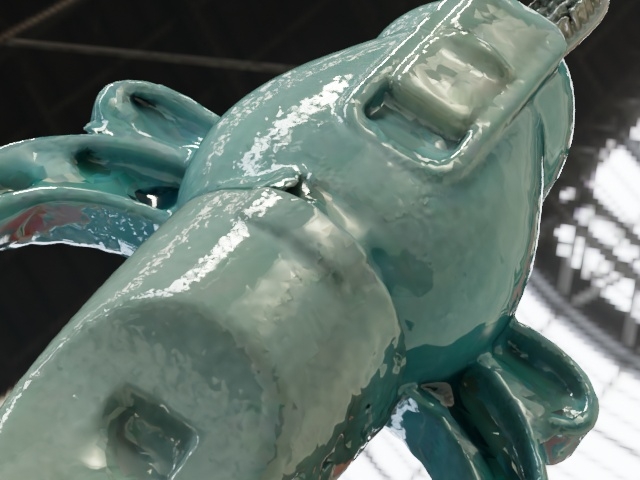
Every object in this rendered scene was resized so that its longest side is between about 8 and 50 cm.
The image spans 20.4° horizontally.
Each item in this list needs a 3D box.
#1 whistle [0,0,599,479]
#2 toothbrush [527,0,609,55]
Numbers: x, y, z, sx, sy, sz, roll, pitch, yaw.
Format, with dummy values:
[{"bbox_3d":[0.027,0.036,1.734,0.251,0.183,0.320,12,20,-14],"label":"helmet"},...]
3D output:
[{"bbox_3d":[-0.002,0.011,0.483,0.274,0.186,0.093,-46,-14,-43],"label":"whistle"},{"bbox_3d":[0.000,0.000,0.597,0.257,0.018,0.024,-43,-25,1],"label":"toothbrush"}]
